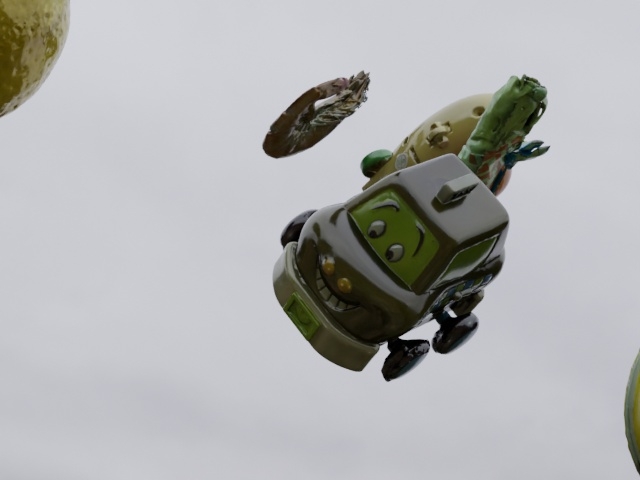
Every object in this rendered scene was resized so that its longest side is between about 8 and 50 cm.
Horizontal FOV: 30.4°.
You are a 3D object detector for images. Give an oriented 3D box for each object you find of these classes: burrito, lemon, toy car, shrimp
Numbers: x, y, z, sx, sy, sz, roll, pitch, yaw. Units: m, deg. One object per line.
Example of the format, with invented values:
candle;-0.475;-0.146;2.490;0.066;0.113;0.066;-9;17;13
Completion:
burrito;0.211;-0.092;1.440;0.104;0.054;0.288;-3;-40;-27
lemon;-0.410;-0.252;1.277;0.293;0.293;0.293;10;-27;5
toy car;0.090;0.004;1.204;0.248;0.204;0.198;-21;-24;-42
shrimp;-0.001;-0.214;1.885;0.053;0.236;0.133;42;-24;31

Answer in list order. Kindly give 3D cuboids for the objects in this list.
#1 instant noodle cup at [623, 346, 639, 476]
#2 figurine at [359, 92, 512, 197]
instant noodle cup;0.566;0.209;1.424;0.326;0.325;0.254;15;-14;-6
figurine;0.207;-0.110;1.858;0.222;0.124;0.324;8;-39;-40
